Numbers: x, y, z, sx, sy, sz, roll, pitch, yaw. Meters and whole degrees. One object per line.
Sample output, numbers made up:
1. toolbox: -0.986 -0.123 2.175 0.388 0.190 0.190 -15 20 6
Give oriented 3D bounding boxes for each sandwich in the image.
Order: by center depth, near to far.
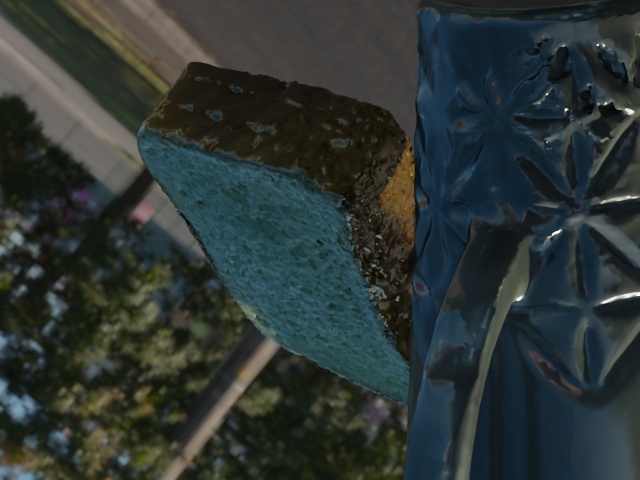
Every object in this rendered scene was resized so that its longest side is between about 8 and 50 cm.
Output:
1. sandwich: 0.000 0.000 0.747 0.186 0.065 0.215 20 151 38

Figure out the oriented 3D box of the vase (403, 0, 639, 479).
1. vase: 0.096 0.046 0.530 0.156 0.251 0.301 6 112 31
